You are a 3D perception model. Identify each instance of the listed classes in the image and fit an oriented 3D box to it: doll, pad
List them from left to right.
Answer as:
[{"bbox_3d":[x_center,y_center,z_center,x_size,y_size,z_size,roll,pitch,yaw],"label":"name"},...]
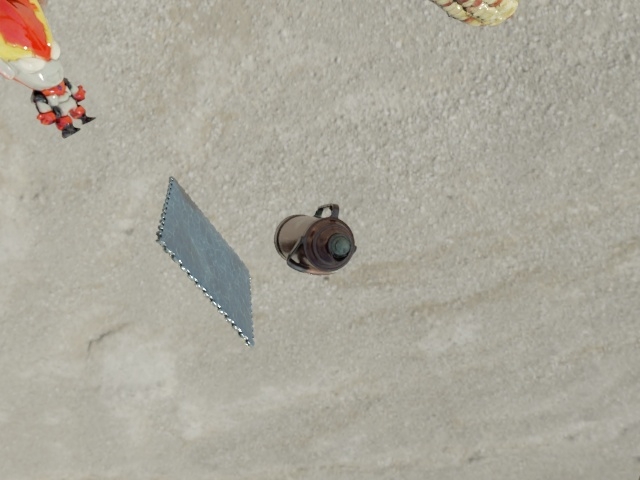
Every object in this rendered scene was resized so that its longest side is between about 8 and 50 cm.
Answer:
[{"bbox_3d":[-0.305,-0.189,0.658,0.057,0.109,0.169,-4,126,32],"label":"doll"},{"bbox_3d":[-0.199,0.031,1.133,0.012,0.269,0.269,-31,119,9],"label":"pad"}]

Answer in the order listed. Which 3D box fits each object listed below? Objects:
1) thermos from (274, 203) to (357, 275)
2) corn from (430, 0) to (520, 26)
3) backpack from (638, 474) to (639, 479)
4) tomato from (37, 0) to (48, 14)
[{"bbox_3d":[-0.003,-0.001,1.077,0.099,0.124,0.232,12,178,-20],"label":"thermos"},{"bbox_3d":[0.089,-0.242,0.518,0.237,0.079,0.079,5,152,-45],"label":"corn"},{"bbox_3d":[0.463,0.263,0.664,0.253,0.207,0.140,-56,157,16],"label":"backpack"},{"bbox_3d":[-0.559,-0.393,0.912,0.317,0.316,0.282,5,172,1],"label":"tomato"}]
